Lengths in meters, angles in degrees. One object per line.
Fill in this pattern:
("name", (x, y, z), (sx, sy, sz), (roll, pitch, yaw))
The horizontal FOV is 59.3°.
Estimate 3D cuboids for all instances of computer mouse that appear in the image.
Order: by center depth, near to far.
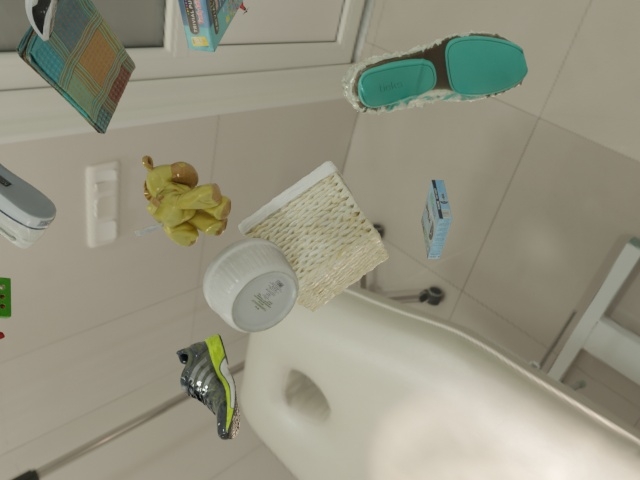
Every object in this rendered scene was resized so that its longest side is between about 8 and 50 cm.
("computer mouse", (-0.419, -0.400, 0.852), (0.193, 0.042, 0.106), (-66, 27, 26))

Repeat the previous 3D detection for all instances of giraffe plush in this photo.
("giraffe plush", (-0.319, -0.101, 1.246), (0.171, 0.210, 0.181), (64, 150, 33))

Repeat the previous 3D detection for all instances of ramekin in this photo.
("ramekin", (-0.147, 0.108, 1.252), (0.109, 0.207, 0.207), (43, 133, 45))

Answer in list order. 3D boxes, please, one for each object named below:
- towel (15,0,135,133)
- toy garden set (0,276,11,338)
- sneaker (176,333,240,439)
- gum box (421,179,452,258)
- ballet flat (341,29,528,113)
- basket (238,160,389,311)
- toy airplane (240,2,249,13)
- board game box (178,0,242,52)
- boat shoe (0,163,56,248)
("towel", (-0.641, -0.497, 1.533), (0.040, 0.370, 0.272), (12, 71, 15))
("toy garden set", (-0.902, 0.185, 1.388), (0.049, 0.244, 0.204), (-27, 66, 34))
("sneaker", (-0.267, 0.354, 1.338), (0.300, 0.121, 0.111), (-123, 25, -52))
("gum box", (0.344, -0.061, 1.678), (0.184, 0.041, 0.157), (93, 176, -50))
("ballet flat", (0.231, -0.359, 1.190), (0.147, 0.408, 0.147), (169, 90, -76))
("basket", (0.000, 0.000, 1.650), (0.331, 0.328, 0.266), (-36, 71, 2))
("toy airplane", (-0.322, -0.900, 2.069), (0.151, 0.028, 0.151), (27, 147, 19))
("board game box", (-0.282, -0.711, 1.494), (0.079, 0.336, 0.254), (10, 144, 8))
("boat shoe", (-0.753, -0.112, 1.208), (0.367, 0.136, 0.156), (38, 111, -6))
